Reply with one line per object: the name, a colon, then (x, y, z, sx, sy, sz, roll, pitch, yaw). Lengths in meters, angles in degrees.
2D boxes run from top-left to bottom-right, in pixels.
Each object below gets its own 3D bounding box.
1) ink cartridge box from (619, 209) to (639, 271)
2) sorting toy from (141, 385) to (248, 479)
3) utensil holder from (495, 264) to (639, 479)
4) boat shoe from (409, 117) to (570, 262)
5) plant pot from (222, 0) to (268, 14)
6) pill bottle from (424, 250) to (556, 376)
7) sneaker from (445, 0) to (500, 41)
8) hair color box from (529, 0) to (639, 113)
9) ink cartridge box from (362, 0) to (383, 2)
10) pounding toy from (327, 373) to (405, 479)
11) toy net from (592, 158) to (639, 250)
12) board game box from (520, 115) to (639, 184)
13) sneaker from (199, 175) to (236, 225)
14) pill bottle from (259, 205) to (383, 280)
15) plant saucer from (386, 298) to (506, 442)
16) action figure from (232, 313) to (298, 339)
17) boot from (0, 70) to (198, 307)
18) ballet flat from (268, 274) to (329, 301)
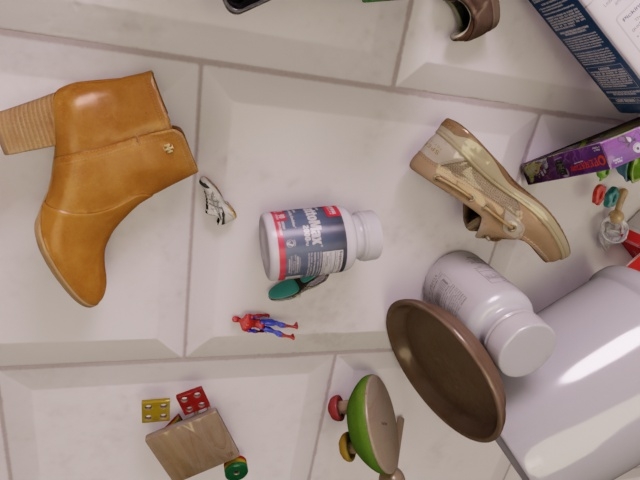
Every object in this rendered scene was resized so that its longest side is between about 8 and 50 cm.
ink cartridge box: (0.718, -0.013, 0.974, 0.134, 0.078, 0.231, 37, 100, -28)
sorting toy: (-0.240, 0.366, 0.876, 0.132, 0.046, 0.274, -21, 120, -7)
utensil holder: (0.509, 0.287, 0.916, 0.386, 0.327, 0.327, -33, 120, 2)
boat shoe: (0.291, -0.059, 0.803, 0.341, 0.121, 0.110, 39, 104, -19)
plant pot: (-0.059, -0.374, 0.499, 0.188, 0.167, 0.188, -25, 121, -2)
pill bottle: (0.289, 0.123, 0.818, 0.131, 0.229, 0.131, -7, 117, -14)
sneaker: (0.194, -0.368, 0.642, 0.071, 0.066, 0.188, -29, 120, -1)
hair color box: (0.413, -0.359, 0.644, 0.347, 0.105, 0.174, 42, 99, -14)
ink cartridge box: (0.085, -0.427, 0.497, 0.122, 0.211, 0.289, -26, 119, -4)
pounding toy: (0.085, 0.384, 0.939, 0.110, 0.183, 0.236, -16, 126, 20)
toy net: (0.573, -0.066, 0.903, 0.122, 0.045, 0.232, -31, 124, -26)
board game box: (0.538, -0.181, 0.764, 0.347, 0.208, 0.056, -22, 89, -6)
sneaker: (-0.161, -0.056, 0.702, 0.037, 0.032, 0.083, -32, 120, -1)
pill bottle: (0.000, 0.000, 0.737, 0.180, 0.108, 0.107, -7, 117, -15)
plant saucer: (0.217, 0.220, 0.825, 0.041, 0.278, 0.277, -27, 121, -22)
action figure: (-0.099, 0.149, 0.825, 0.115, 0.030, 0.038, 15, 105, -18)
boot: (-0.266, -0.060, 0.627, 0.211, 0.104, 0.295, -15, 115, -10)
ballet flat: (-0.034, 0.079, 0.807, 0.114, 0.041, 0.041, -29, 120, -1)
